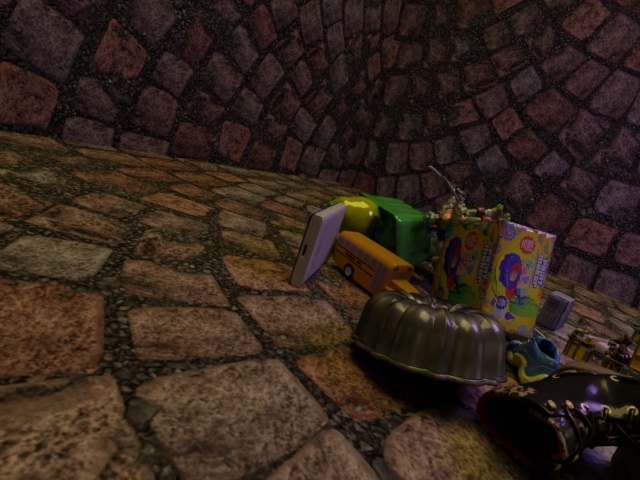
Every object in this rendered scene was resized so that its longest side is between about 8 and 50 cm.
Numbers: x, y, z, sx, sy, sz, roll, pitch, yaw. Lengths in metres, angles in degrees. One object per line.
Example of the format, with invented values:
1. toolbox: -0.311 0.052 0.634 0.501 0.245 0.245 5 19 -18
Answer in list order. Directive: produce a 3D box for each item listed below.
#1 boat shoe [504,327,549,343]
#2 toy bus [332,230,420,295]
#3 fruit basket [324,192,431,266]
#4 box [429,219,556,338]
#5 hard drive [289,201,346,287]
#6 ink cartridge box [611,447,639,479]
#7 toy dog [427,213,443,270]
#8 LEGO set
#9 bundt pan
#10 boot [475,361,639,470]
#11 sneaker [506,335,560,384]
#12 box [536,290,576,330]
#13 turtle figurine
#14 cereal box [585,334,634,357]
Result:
1. boat shoe: 0.611 0.276 1.264 0.069 0.081 0.228 1 21 -40
2. toy bus: 0.177 0.092 1.291 0.108 0.130 0.333 7 19 -38
3. fruit basket: 0.194 -0.046 1.576 0.393 0.282 0.392 -2 22 1
4. box: 0.489 0.101 1.207 0.177 0.289 0.279 15 -3 -14
5. hard drive: 0.000 0.000 1.246 0.040 0.210 0.319 21 15 10
6. ink cartridge box: 0.620 0.446 0.666 0.193 0.088 0.235 23 14 19
7. toy dog: 0.555 0.033 1.631 0.408 0.284 0.395 35 0 28
8. LEGO set: 0.870 0.302 1.137 0.331 0.192 0.255 24 2 -21
9. bundt pan: 0.241 0.189 0.884 0.331 0.124 0.331 12 1 0
10. boot: 0.486 0.305 0.682 0.284 0.138 0.377 -3 1 -22
11. sneaker: 0.554 0.292 1.051 0.091 0.126 0.240 20 15 3
12. box: 0.898 0.267 1.561 0.137 0.126 0.072 2 21 -47
13. turtle figurine: 0.496 -0.126 1.388 0.267 0.274 0.198 8 -4 1
14. cereal box: 1.046 0.412 1.377 0.173 0.047 0.240 15 16 -16
